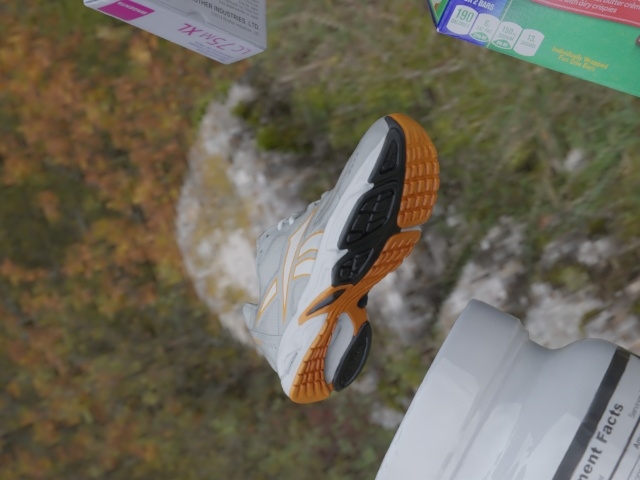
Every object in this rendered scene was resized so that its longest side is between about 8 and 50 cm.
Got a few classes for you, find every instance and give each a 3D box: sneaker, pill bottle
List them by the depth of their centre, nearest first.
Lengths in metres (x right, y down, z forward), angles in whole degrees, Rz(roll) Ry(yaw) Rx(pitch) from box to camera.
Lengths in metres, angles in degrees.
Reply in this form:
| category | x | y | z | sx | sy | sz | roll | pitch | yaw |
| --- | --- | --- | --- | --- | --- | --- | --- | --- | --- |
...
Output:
| category | x | y | z | sx | sy | sz | roll | pitch | yaw |
| --- | --- | --- | --- | --- | --- | --- | --- | --- | --- |
| pill bottle | 0.181 | 0.154 | 1.005 | 0.278 | 0.162 | 0.162 | 27 | 129 | 9 |
| sneaker | 0.000 | 0.000 | 1.414 | 0.121 | 0.099 | 0.262 | 43 | 122 | 34 |

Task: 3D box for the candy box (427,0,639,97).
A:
| category | x | y | z | sx | sy | sz | roll | pitch | yaw |
| --- | --- | --- | --- | --- | --- | --- | --- | --- | --- |
| candy box | 0.271 | -0.295 | 1.485 | 0.122 | 0.268 | 0.317 | -104 | 34 | -58 |

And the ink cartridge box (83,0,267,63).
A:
| category | x | y | z | sx | sy | sz | roll | pitch | yaw |
| --- | --- | --- | --- | --- | --- | --- | --- | --- | --- |
| ink cartridge box | -0.130 | -0.334 | 1.600 | 0.065 | 0.185 | 0.311 | -12 | 70 | 38 |
